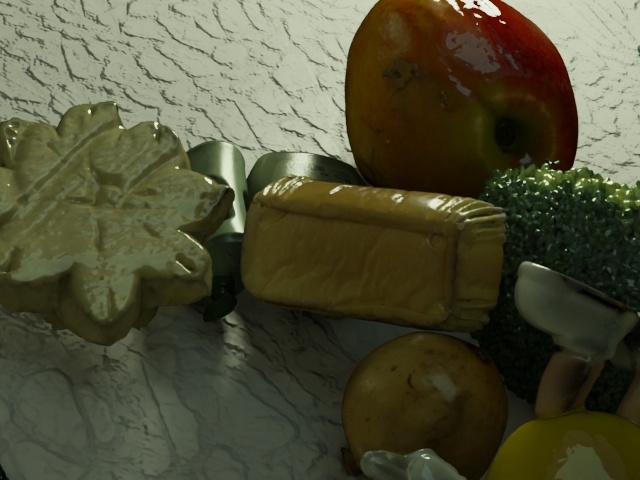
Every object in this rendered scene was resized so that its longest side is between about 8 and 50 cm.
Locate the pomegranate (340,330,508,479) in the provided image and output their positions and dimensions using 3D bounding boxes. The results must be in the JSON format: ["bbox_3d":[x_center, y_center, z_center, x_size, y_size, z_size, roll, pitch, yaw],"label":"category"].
[{"bbox_3d":[0.099,0.190,1.366,0.196,0.196,0.196,12,39,-10],"label":"pomegranate"}]

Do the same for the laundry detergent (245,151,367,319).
[{"bbox_3d":[0.000,0.000,1.608,0.181,0.091,0.253,6,40,-22],"label":"laundry detergent"}]

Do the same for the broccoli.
[{"bbox_3d":[0.332,0.050,1.510,0.375,0.249,0.302,46,56,-11],"label":"broccoli"}]

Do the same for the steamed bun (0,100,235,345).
[{"bbox_3d":[-0.241,-0.005,1.426,0.295,0.137,0.292,-10,58,-17],"label":"steamed bun"}]

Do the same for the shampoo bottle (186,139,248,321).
[{"bbox_3d":[-0.126,-0.004,1.539,0.087,0.118,0.234,28,32,-33],"label":"shampoo bottle"}]

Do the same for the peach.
[{"bbox_3d":[0.173,-0.178,1.713,0.372,0.290,0.372,31,10,-6],"label":"peach"}]

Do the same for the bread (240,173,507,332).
[{"bbox_3d":[0.053,0.014,1.419,0.288,0.153,0.119,7,3,26],"label":"bread"}]

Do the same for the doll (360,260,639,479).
[{"bbox_3d":[0.242,0.230,1.264,0.348,0.161,0.423,44,69,-4],"label":"doll"}]

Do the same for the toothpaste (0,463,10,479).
[{"bbox_3d":[-0.278,0.262,1.227,0.170,0.028,0.045,39,31,27],"label":"toothpaste"}]

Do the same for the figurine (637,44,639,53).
[{"bbox_3d":[0.623,-0.310,2.247,0.144,0.114,0.178,6,32,-19],"label":"figurine"}]
